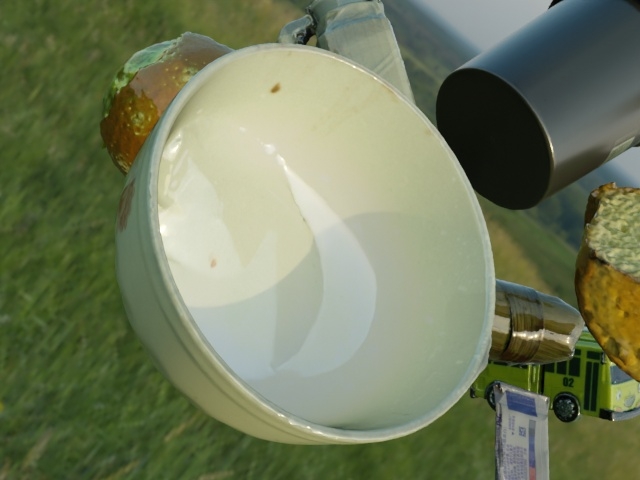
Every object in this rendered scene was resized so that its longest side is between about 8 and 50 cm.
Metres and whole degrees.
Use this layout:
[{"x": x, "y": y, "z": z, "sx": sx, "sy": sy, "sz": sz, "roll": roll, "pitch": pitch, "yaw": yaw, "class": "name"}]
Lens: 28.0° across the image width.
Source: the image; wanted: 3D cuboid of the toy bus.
[{"x": 0.386, "y": 0.211, "z": 2.085, "sx": 0.262, "sy": 0.150, "sz": 0.128, "roll": 5, "pitch": 4, "yaw": 38, "class": "toy bus"}]

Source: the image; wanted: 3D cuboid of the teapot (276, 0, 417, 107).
[{"x": 0.030, "y": -0.123, "z": 1.142, "sx": 0.077, "sy": 0.107, "sz": 0.200, "roll": 67, "pitch": 7, "yaw": -75, "class": "teapot"}]

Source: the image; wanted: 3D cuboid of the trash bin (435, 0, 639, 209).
[{"x": 0.307, "y": -0.185, "z": 1.490, "sx": 0.214, "sy": 0.334, "sz": 0.214, "roll": 39, "pitch": -33, "yaw": 33, "class": "trash bin"}]

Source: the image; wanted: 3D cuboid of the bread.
[{"x": 0.440, "y": 0.089, "z": 1.491, "sx": 0.340, "sy": 0.179, "sz": 0.194, "roll": 23, "pitch": 38, "yaw": 12, "class": "bread"}]

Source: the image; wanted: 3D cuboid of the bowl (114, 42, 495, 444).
[{"x": -0.027, "y": 0.017, "z": 0.881, "sx": 0.277, "sy": 0.145, "sz": 0.277, "roll": 16, "pitch": 62, "yaw": -33, "class": "bowl"}]

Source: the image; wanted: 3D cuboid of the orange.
[{"x": -0.115, "y": -0.096, "z": 1.319, "sx": 0.158, "sy": 0.179, "sz": 0.237, "roll": 33, "pitch": -21, "yaw": 23, "class": "orange"}]

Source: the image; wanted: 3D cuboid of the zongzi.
[{"x": 0.227, "y": 0.113, "z": 1.781, "sx": 0.221, "sy": 0.112, "sz": 0.242, "roll": 16, "pitch": -7, "yaw": -11, "class": "zongzi"}]

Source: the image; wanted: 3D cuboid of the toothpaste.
[{"x": 0.288, "y": 0.346, "z": 1.840, "sx": 0.099, "sy": 0.068, "sz": 0.282, "roll": 45, "pitch": 42, "yaw": -56, "class": "toothpaste"}]
